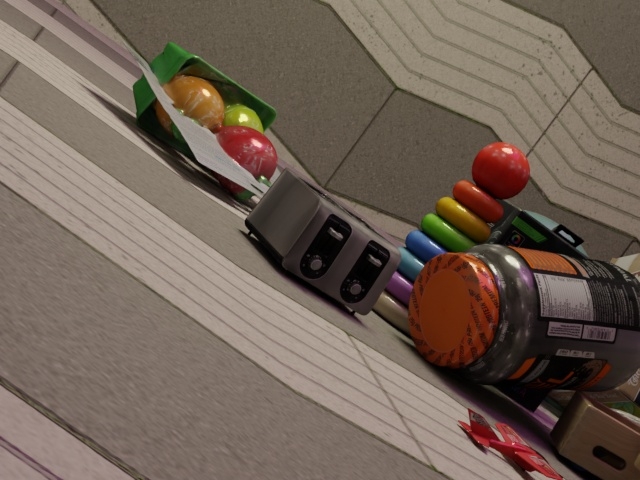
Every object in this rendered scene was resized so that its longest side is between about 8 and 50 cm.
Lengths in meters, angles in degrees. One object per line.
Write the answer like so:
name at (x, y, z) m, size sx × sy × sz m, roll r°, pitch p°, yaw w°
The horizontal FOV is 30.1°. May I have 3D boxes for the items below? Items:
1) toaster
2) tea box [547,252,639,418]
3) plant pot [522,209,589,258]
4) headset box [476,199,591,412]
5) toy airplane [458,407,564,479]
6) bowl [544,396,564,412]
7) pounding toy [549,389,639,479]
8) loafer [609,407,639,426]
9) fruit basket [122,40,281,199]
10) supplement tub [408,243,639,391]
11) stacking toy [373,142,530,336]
toaster at (0.000, 0.000, 1.638) m, size 0.168 × 0.110 × 0.186 m, roll 34°, pitch 5°, yaw -32°
tea box at (0.657, 0.236, 2.225) m, size 0.323 × 0.329 × 0.220 m, roll 39°, pitch -23°, yaw -16°
plant pot at (0.337, 0.114, 2.186) m, size 0.290 × 0.290 × 0.195 m, roll 37°, pitch 40°, yaw 10°
headset box at (0.332, 0.096, 1.990) m, size 0.246 × 0.283 × 0.131 m, roll 35°, pitch 5°, yaw -17°
toy airplane at (0.218, 0.238, 1.364) m, size 0.151 × 0.028 × 0.151 m, roll 35°, pitch 4°, yaw -3°
bowl at (0.490, 0.236, 2.447) m, size 0.311 × 0.163 × 0.311 m, roll 37°, pitch 5°, yaw -3°
pounding toy at (0.428, 0.311, 1.673) m, size 0.181 × 0.094 × 0.206 m, roll 31°, pitch 5°, yaw 3°
loafer at (0.546, 0.382, 1.835) m, size 0.319 × 0.112 × 0.111 m, roll 43°, pitch 2°, yaw 14°
fruit basket at (-0.170, -0.161, 1.983) m, size 0.327 × 0.165 × 0.353 m, roll 30°, pitch 24°, yaw -47°
supplement tub at (0.310, 0.116, 1.766) m, size 0.338 × 0.207 × 0.207 m, roll 8°, pitch 20°, yaw -33°
stacking toy at (0.206, -0.010, 1.846) m, size 0.141 × 0.330 × 0.141 m, roll 35°, pitch 5°, yaw -4°
